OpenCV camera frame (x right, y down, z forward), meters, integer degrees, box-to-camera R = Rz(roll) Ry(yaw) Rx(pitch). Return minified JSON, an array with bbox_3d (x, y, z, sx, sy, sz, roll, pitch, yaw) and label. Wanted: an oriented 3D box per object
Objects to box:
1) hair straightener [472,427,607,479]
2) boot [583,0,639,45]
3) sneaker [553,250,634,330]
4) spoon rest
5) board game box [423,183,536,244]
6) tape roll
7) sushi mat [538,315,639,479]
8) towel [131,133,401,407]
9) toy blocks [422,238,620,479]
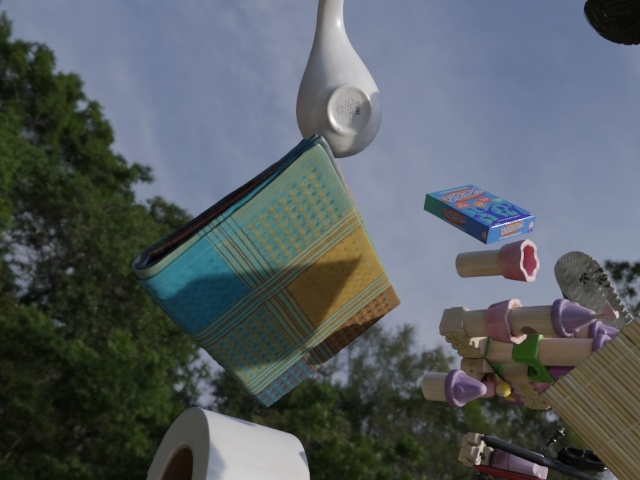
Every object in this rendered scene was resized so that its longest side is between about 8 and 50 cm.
[{"bbox_3d":[0.332,0.302,0.972,0.231,0.089,0.047,7,-18,27],"label":"hair straightener"},{"bbox_3d":[0.350,-0.278,0.616,0.076,0.208,0.190,42,-17,-13],"label":"boot"},{"bbox_3d":[0.535,0.163,1.326,0.146,0.102,0.293,29,41,-67],"label":"sneaker"},{"bbox_3d":[0.029,-0.259,1.040,0.084,0.137,0.276,-142,-131,-66],"label":"spoon rest"},{"bbox_3d":[0.375,-0.067,1.676,0.210,0.160,0.047,35,-51,45],"label":"board game box"},{"bbox_3d":[-0.149,0.391,1.065,0.169,0.246,0.246,23,-24,-24],"label":"tape roll"},{"bbox_3d":[0.409,0.243,0.776,0.316,0.151,0.019,47,15,12],"label":"sushi mat"},{"bbox_3d":[-0.047,0.060,0.934,0.040,0.271,0.370,49,-7,41],"label":"towel"},{"bbox_3d":[0.347,0.192,1.064,0.260,0.308,0.288,-6,-42,40],"label":"toy blocks"}]
